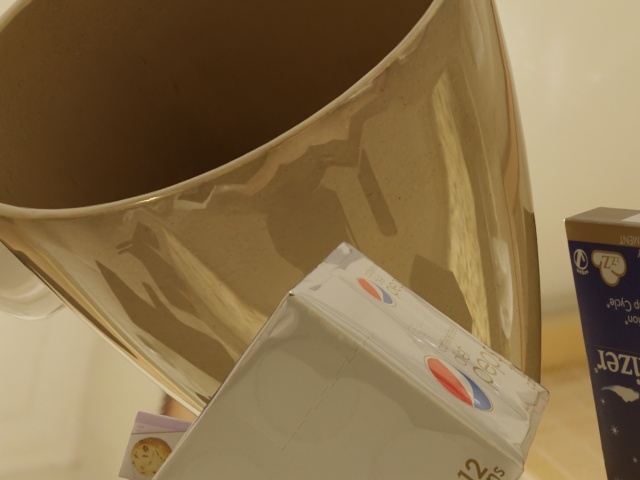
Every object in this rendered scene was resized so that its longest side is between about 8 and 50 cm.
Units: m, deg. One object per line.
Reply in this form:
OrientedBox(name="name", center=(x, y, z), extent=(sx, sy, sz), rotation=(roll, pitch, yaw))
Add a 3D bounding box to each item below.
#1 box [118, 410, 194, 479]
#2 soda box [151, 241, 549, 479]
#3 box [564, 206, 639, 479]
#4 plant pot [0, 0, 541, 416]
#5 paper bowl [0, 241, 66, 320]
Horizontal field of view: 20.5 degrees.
OrientedBox(name="box", center=(-0.042, 0.195, 1.460), extent=(0.063, 0.324, 0.067), rotation=(23, -102, -42))
OrientedBox(name="soda box", center=(-0.032, 0.109, 0.476), extent=(0.216, 0.074, 0.069), rotation=(-54, -4, 16))
OrientedBox(name="box", center=(0.222, 0.094, 1.090), extent=(0.036, 0.136, 0.225), rotation=(-19, -77, -29))
OrientedBox(name="plant pot", center=(0.000, 0.000, 0.838), extent=(0.256, 0.256, 0.274), rotation=(-38, -55, -13))
OrientedBox(name="paper bowl", center=(-0.230, -0.053, 1.184), extent=(0.148, 0.284, 0.284), rotation=(-56, -41, -3))
